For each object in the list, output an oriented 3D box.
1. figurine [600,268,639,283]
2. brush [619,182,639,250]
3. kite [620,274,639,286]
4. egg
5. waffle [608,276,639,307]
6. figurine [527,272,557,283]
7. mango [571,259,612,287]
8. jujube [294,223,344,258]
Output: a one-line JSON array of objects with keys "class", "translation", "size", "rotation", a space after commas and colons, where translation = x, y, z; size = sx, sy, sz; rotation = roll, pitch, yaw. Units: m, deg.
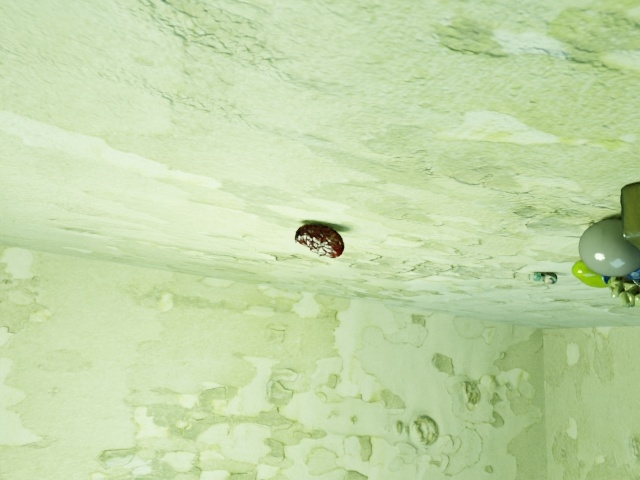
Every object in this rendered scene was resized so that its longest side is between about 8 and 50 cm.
[{"class": "figurine", "translation": [0.903, 0.041, 1.258], "size": [0.263, 0.120, 0.164], "rotation": [-19, -167, 19]}, {"class": "brush", "translation": [0.713, -0.041, 0.997], "size": [0.197, 0.123, 0.059], "rotation": [20, 163, -39]}, {"class": "kite", "translation": [0.852, 0.028, 1.210], "size": [0.010, 0.182, 0.160], "rotation": [13, -152, -49]}, {"class": "egg", "translation": [0.738, 0.018, 1.159], "size": [0.147, 0.146, 0.199], "rotation": [-1, -178, 23]}, {"class": "waffle", "translation": [0.981, 0.101, 1.275], "size": [0.310, 0.056, 0.292], "rotation": [-14, -162, 36]}, {"class": "figurine", "translation": [0.869, 0.148, 1.786], "size": [0.106, 0.047, 0.060], "rotation": [4, 156, 15]}, {"class": "mango", "translation": [0.931, 0.109, 1.537], "size": [0.163, 0.089, 0.117], "rotation": [16, 161, -33]}, {"class": "jujube", "translation": [0.002, -0.004, 1.448], "size": [0.166, 0.104, 0.104], "rotation": [25, 158, -25]}]
